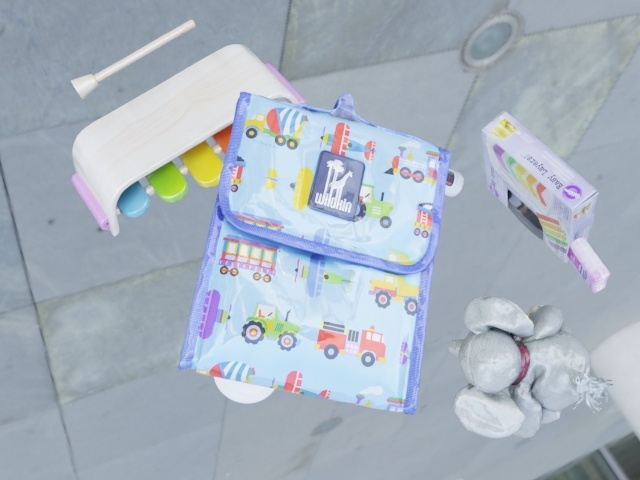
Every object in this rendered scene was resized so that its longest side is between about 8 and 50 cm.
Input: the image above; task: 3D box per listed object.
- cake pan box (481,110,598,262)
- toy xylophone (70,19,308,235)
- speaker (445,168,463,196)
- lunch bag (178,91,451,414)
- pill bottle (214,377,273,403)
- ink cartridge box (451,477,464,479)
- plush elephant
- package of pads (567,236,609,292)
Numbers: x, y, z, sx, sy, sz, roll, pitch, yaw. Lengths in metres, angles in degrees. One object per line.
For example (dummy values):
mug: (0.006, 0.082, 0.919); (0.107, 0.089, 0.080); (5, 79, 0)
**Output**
cake pan box: (0.428, -0.100, 1.493); (0.070, 0.245, 0.267); (-37, 154, -3)
toy xylophone: (-0.186, -0.162, 0.986); (0.323, 0.236, 0.081); (-26, 149, -8)
speaker: (0.220, -0.131, 1.513); (0.136, 0.055, 0.055); (18, 129, -28)
lunch bag: (0.000, 0.000, 0.750); (0.221, 0.293, 0.138); (13, 174, -9)
pill bottle: (-0.123, 0.197, 1.339); (0.112, 0.112, 0.186); (-35, -168, 10)
ink cartridge box: (0.208, 0.416, 1.083); (0.052, 0.122, 0.088); (-10, 180, -19)
plush elephant: (0.360, 0.236, 1.439); (0.255, 0.271, 0.330); (17, 177, -6)
package of pads: (0.447, 0.041, 1.259); (0.032, 0.083, 0.050); (-23, 149, -5)
